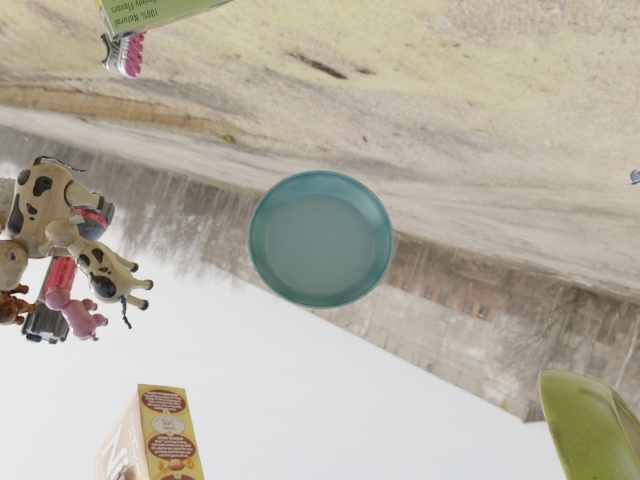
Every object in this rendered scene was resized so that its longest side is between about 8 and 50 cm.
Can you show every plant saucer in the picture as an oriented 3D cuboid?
[{"bbox_3d":[0.223,0.190,0.335,0.241,0.037,0.241,44,-154,-29],"label":"plant saucer"},{"bbox_3d":[0.000,0.000,0.427,0.119,0.119,0.021,17,162,3],"label":"plant saucer"}]

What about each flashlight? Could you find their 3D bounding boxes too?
[{"bbox_3d":[-0.501,0.050,1.035,0.103,0.304,0.103,8,151,-8],"label":"flashlight"}]

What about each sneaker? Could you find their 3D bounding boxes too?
[{"bbox_3d":[-0.378,-0.392,0.982,0.074,0.171,0.063,3,174,14],"label":"sneaker"}]

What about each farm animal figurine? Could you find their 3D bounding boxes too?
[{"bbox_3d":[-0.457,0.007,0.854,0.330,0.327,0.172,-13,160,15],"label":"farm animal figurine"}]

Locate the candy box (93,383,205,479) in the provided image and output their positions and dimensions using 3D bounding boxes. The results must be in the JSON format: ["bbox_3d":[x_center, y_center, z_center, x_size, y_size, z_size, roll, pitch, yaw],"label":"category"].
[{"bbox_3d":[-0.236,0.383,0.717,0.087,0.183,0.316,20,-156,-35],"label":"candy box"}]

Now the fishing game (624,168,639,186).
[{"bbox_3d":[0.390,-0.007,0.527,0.189,0.041,0.264,35,-152,3],"label":"fishing game"}]

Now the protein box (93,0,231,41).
[{"bbox_3d":[-0.267,-0.440,0.792,0.199,0.201,0.136,-25,-156,-16],"label":"protein box"}]
